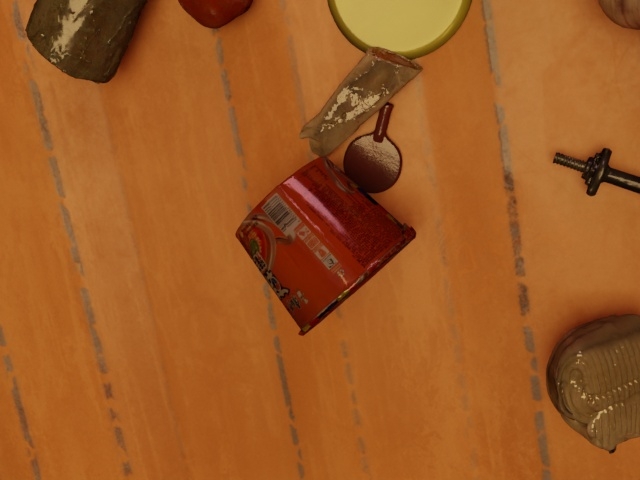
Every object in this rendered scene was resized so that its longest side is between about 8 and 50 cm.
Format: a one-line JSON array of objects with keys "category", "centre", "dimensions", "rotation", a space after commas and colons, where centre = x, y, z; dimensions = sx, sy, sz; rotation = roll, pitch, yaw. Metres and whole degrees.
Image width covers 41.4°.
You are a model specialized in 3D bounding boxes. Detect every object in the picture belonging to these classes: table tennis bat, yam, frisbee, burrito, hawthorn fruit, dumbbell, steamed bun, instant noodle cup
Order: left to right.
[{"category": "yam", "centre": [-0.357, -0.404, 1.350], "dimensions": [0.161, 0.161, 0.268], "rotation": [29, 109, 3]}, {"category": "hawthorn fruit", "centre": [-0.166, -0.399, 1.333], "dimensions": [0.128, 0.128, 0.128], "rotation": [3, 104, 11]}, {"category": "instant noodle cup", "centre": [0.000, 0.000, 1.342], "dimensions": [0.250, 0.250, 0.192], "rotation": [-43, 85, 18]}, {"category": "burrito", "centre": [0.053, -0.222, 1.352], "dimensions": [0.087, 0.060, 0.226], "rotation": [41, 113, -12]}, {"category": "table tennis bat", "centre": [0.092, -0.152, 1.392], "dimensions": [0.098, 0.019, 0.154], "rotation": [16, 109, 8]}, {"category": "frisbee", "centre": [0.122, -0.400, 1.323], "dimensions": [0.236, 0.017, 0.235], "rotation": [3, 104, 11]}, {"category": "steamed bun", "centre": [0.450, 0.215, 1.349], "dimensions": [0.218, 0.144, 0.211], "rotation": [-21, 109, -14]}, {"category": "dumbbell", "centre": [0.480, -0.086, 1.288], "dimensions": [0.255, 0.110, 0.110], "rotation": [21, 107, 12]}]

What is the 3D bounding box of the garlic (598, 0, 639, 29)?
[{"category": "garlic", "centre": [0.521, -0.366, 1.180], "dimensions": [0.245, 0.245, 0.253], "rotation": [-37, 131, 18]}]
